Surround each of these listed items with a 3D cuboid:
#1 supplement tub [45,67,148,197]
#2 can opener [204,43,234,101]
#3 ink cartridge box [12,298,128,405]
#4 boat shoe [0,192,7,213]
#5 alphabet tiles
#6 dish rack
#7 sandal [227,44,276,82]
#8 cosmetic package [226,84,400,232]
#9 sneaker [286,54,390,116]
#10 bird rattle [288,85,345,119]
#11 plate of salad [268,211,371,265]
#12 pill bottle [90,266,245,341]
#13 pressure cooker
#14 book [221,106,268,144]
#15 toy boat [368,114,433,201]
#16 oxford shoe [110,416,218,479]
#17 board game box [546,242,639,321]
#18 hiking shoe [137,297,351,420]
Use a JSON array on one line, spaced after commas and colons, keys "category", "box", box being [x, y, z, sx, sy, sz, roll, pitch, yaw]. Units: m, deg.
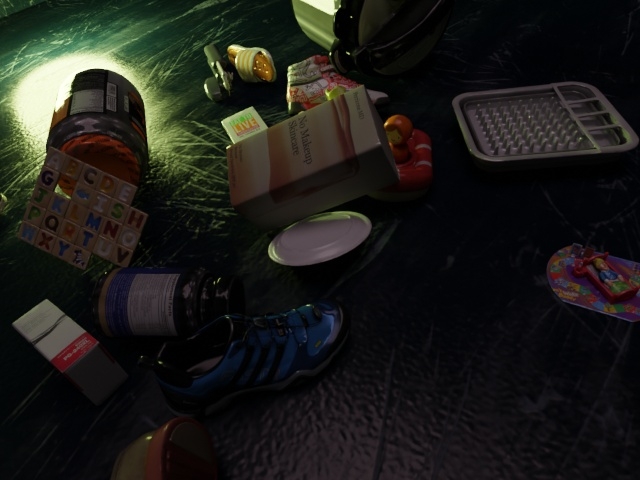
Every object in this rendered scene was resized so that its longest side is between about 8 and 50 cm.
[{"category": "supplement tub", "box": [-0.514, -0.244, 1.055, 0.207, 0.207, 0.338, -16, 47, -8]}, {"category": "can opener", "box": [-0.326, -0.527, 1.394, 0.093, 0.074, 0.280, -17, 46, -7]}, {"category": "ink cartridge box", "box": [-0.387, 0.171, 0.701, 0.150, 0.109, 0.063, 25, 55, 29]}, {"category": "boat shoe", "box": [-0.835, -0.035, 0.976, 0.102, 0.092, 0.285, 27, 55, 29]}, {"category": "alphabet tiles", "box": [-0.463, -0.046, 0.886, 0.237, 0.198, 0.009, 25, 7, 4]}, {"category": "dish rack", "box": [0.479, -0.248, 1.011, 0.332, 0.072, 0.286, -4, 47, 4]}, {"category": "sandal", "box": [-0.229, -0.532, 1.377, 0.076, 0.102, 0.265, -36, 43, -23]}, {"category": "cosmetic package", "box": [-0.018, -0.147, 0.859, 0.296, 0.129, 0.153, -21, 60, 16]}, {"category": "sneaker", "box": [0.043, -0.406, 1.165, 0.270, 0.145, 0.090, -2, 5, 9]}, {"category": "bird rattle", "box": [-0.026, -0.237, 1.072, 0.207, 0.143, 0.253, 22, 65, 41]}, {"category": "plate of salad", "box": [0.000, 0.000, 0.845, 0.199, 0.048, 0.200, -14, 27, 7]}, {"category": "pill bottle", "box": [-0.241, 0.104, 0.737, 0.219, 0.123, 0.123, -1, 46, 7]}, {"category": "pressure cooker", "box": [0.153, -0.652, 1.230, 0.375, 0.370, 0.420, -13, 44, -34]}, {"category": "book", "box": [-0.192, -0.286, 1.175, 0.096, 0.035, 0.144, -25, 49, -11]}, {"category": "toy boat", "box": [0.161, -0.190, 0.944, 0.151, 0.151, 0.231, 1, 46, 10]}, {"category": "oxford shoe", "box": [-0.188, 0.385, 0.489, 0.130, 0.123, 0.348, -27, 43, 19]}, {"category": "board game box", "box": [0.468, 0.058, 0.743, 0.168, 0.033, 0.133, 17, 51, 24]}, {"category": "hiking shoe", "box": [-0.090, 0.157, 0.657, 0.304, 0.132, 0.113, -24, 48, -15]}]
